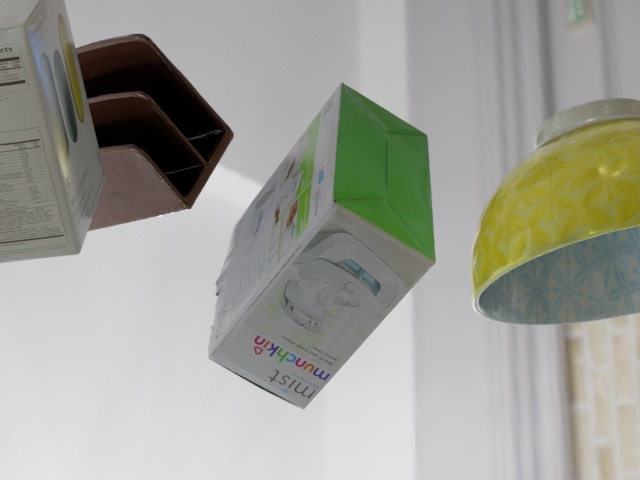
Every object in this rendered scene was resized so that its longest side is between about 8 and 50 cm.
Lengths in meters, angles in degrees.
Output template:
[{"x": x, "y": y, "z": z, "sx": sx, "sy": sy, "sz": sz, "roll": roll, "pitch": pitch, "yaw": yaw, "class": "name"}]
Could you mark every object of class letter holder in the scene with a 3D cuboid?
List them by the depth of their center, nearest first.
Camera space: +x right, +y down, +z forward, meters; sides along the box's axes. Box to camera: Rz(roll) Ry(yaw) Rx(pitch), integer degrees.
[{"x": -0.315, "y": -0.144, "z": 1.713, "sx": 0.214, "sy": 0.302, "sz": 0.152, "roll": 51, "pitch": -132, "yaw": -30, "class": "letter holder"}]

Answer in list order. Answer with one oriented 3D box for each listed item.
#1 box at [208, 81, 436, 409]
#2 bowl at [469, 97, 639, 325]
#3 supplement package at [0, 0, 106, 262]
[{"x": 0.000, "y": 0.000, "z": 1.284, "sx": 0.127, "sy": 0.231, "sz": 0.262, "roll": 30, "pitch": -152, "yaw": -15, "class": "box"}, {"x": 0.269, "y": -0.037, "z": 1.129, "sx": 0.289, "sy": 0.289, "sz": 0.156, "roll": 25, "pitch": -128, "yaw": -56, "class": "bowl"}, {"x": -0.371, "y": -0.133, "z": 1.349, "sx": 0.199, "sy": 0.198, "sz": 0.262, "roll": -91, "pitch": -6, "yaw": -62, "class": "supplement package"}]
